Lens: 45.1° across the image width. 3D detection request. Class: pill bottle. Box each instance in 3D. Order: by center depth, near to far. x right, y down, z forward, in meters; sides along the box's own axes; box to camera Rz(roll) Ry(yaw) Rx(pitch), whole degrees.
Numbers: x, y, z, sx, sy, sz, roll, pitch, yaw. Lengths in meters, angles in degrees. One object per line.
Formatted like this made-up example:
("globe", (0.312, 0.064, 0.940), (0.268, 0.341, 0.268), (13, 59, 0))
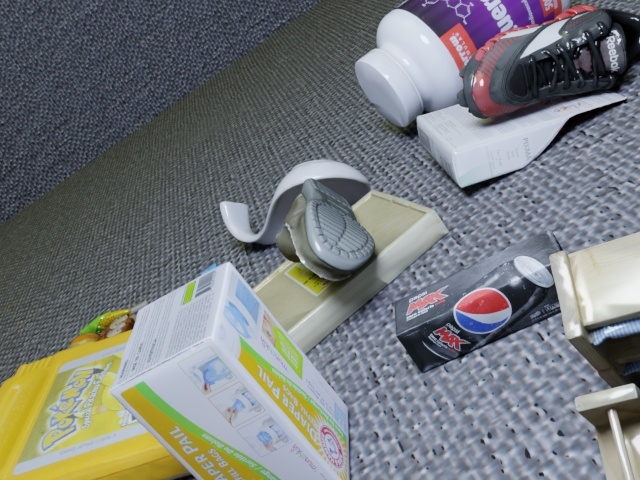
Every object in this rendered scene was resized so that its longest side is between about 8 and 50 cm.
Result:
("pill bottle", (0.215, -0.321, 1.192), (0.323, 0.181, 0.181), (-40, 24, -9))

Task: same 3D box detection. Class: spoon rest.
("spoon rest", (-0.044, -0.050, 1.137), (0.276, 0.137, 0.084), (-18, 72, 46))

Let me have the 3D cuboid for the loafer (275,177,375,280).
("loafer", (0.000, 0.000, 0.923), (0.087, 0.094, 0.251), (-56, 10, 13))

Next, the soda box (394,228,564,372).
("soda box", (0.154, 0.057, 0.723), (0.169, 0.053, 0.060), (-28, 24, 17))

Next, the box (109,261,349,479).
("box", (-0.068, 0.141, 0.673), (0.103, 0.203, 0.114), (-29, 26, 16))

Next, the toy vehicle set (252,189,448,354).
("toy vehicle set", (0.012, 0.042, 0.961), (0.267, 0.035, 0.166), (-39, 24, -9))

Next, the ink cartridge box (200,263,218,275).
("ink cartridge box", (-0.144, 0.073, 1.094), (0.028, 0.048, 0.083), (-34, 23, 3))

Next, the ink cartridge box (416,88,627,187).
("ink cartridge box", (0.256, -0.151, 1.011), (0.224, 0.056, 0.181), (-16, 24, -2))

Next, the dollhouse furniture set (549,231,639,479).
("dollhouse furniture set", (0.243, 0.095, 0.487), (0.129, 0.129, 0.184), (-21, 51, 28))

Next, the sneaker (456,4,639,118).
("sneaker", (0.298, -0.225, 0.958), (0.276, 0.098, 0.135), (-26, 24, -24))

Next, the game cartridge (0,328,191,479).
("game cartridge", (-0.276, 0.206, 0.938), (0.323, 0.053, 0.285), (-17, 26, 7))

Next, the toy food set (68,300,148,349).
("toy food set", (-0.344, 0.158, 1.213), (0.132, 0.038, 0.192), (-29, 24, 14))
